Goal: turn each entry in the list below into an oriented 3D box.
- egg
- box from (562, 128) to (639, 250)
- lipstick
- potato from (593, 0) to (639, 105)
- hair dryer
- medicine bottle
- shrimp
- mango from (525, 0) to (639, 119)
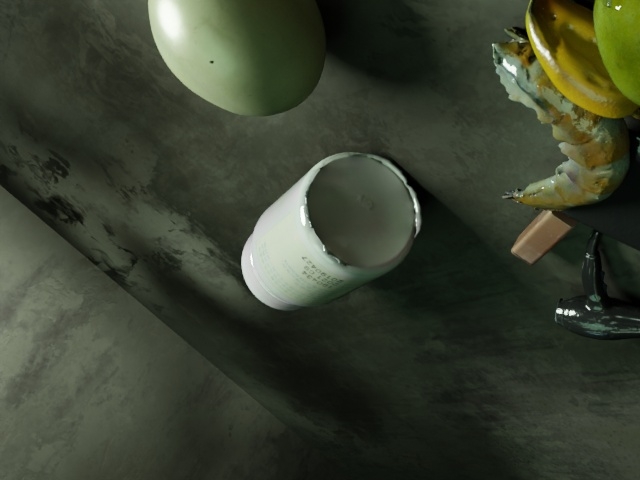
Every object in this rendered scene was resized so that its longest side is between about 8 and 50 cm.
[{"bbox_3d":[-0.112,-0.293,1.251,0.269,0.219,0.219,51,151,-20],"label":"egg"},{"bbox_3d":[0.415,-0.063,1.188,0.201,0.042,0.212,30,152,13],"label":"box"},{"bbox_3d":[0.338,-0.014,1.361,0.045,0.045,0.145,36,153,4],"label":"lipstick"},{"bbox_3d":[0.347,-0.223,0.862,0.253,0.148,0.186,64,174,-29],"label":"potato"},{"bbox_3d":[0.442,0.067,1.367,0.195,0.075,0.219,5,134,31],"label":"hair dryer"},{"bbox_3d":[0.000,0.000,1.605,0.213,0.213,0.378,40,154,-8],"label":"medicine bottle"},{"bbox_3d":[0.306,-0.127,1.149,0.185,0.068,0.287,31,156,35],"label":"shrimp"},{"bbox_3d":[0.301,-0.207,1.023,0.187,0.101,0.066,44,171,6],"label":"mango"}]
